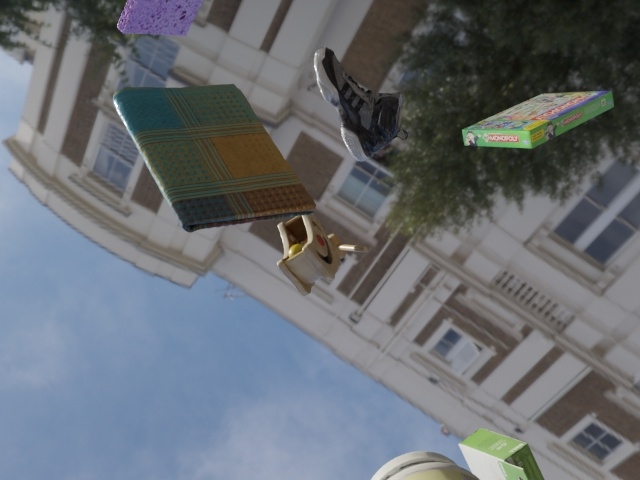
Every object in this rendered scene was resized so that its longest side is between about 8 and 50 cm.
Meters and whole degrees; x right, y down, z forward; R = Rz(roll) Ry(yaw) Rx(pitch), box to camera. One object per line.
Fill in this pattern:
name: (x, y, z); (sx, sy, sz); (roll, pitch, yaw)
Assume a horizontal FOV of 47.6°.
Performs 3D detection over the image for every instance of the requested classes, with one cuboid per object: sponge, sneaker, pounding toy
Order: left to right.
sponge: (-0.392, -0.561, 1.785); (0.031, 0.117, 0.210); (49, -145, 16)
pounding toy: (0.000, 0.000, 1.604); (0.154, 0.155, 0.269); (57, -166, -7)
sneaker: (0.097, -0.321, 1.605); (0.268, 0.153, 0.101); (66, -160, -10)

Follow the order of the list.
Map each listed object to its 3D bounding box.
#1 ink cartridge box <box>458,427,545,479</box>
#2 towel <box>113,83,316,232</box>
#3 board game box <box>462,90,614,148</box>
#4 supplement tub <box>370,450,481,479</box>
ink cartridge box: (0.351, 0.423, 1.329); (0.062, 0.209, 0.108); (-28, -84, -20)
towel: (-0.201, -0.164, 1.340); (0.272, 0.040, 0.370); (-10, -129, -33)
board game box: (0.541, -0.303, 1.803); (0.317, 0.046, 0.214); (-26, -159, -29)
supplement tub: (0.197, 0.496, 1.128); (0.236, 0.235, 0.325); (21, -172, -14)
